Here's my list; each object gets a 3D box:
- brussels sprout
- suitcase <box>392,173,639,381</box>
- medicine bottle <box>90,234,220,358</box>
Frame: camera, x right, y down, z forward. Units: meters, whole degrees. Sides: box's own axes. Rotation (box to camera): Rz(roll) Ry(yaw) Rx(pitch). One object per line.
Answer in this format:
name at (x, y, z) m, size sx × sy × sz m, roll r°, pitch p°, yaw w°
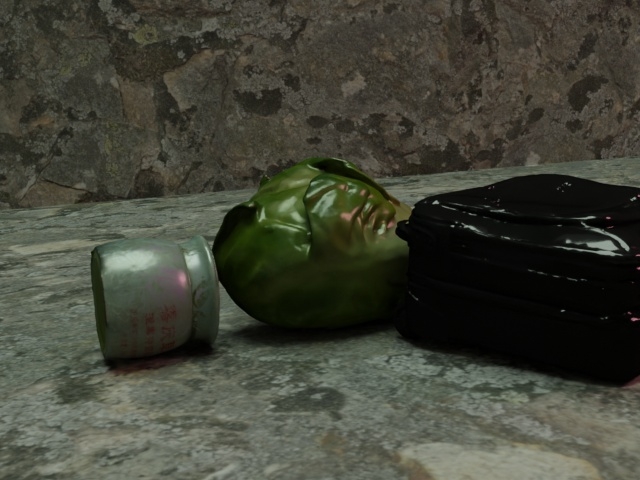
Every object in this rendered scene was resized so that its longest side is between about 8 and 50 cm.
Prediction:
brussels sprout at (0.000, 0.002, 1.015) m, size 0.294 × 0.227 × 0.259 m, roll 3°, pitch 24°, yaw -5°
suitcase at (0.303, 0.032, 0.898) m, size 0.339 × 0.188 × 0.345 m, roll 13°, pitch 17°, yaw 42°
medicine bottle at (-0.204, 0.069, 0.920) m, size 0.143 × 0.147 × 0.147 m, roll -5°, pitch 10°, yaw -22°
